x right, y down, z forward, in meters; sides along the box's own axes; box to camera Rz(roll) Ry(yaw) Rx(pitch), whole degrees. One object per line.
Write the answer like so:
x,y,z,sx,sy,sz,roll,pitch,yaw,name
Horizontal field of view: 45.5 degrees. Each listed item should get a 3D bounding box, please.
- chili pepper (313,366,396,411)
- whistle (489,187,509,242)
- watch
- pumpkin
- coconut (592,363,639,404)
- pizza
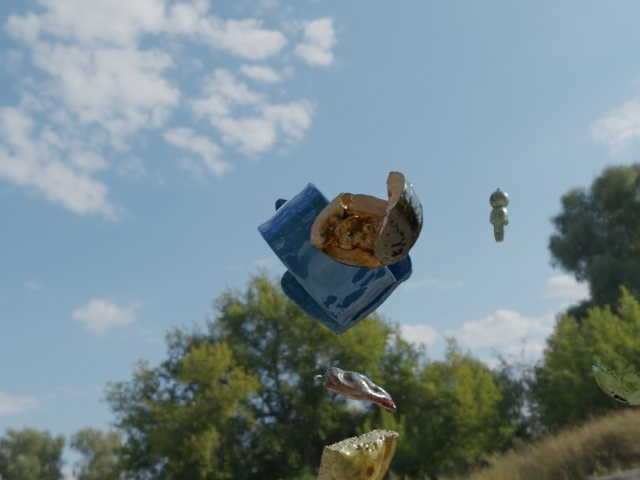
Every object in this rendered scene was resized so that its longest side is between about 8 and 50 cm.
0.060,0.240,1.244,0.153,0.050,0.041,20,-45,-10,chili pepper
0.309,-0.045,1.320,0.035,0.100,0.035,4,-19,1,whistle
0.000,0.000,1.379,0.241,0.305,0.274,-44,-21,1,watch
0.081,-0.018,1.117,0.107,0.119,0.183,37,-33,-30,pumpkin
0.704,0.340,1.767,0.158,0.055,0.133,25,-20,10,coconut
0.077,0.496,1.561,0.188,0.204,0.080,5,15,-44,pizza
